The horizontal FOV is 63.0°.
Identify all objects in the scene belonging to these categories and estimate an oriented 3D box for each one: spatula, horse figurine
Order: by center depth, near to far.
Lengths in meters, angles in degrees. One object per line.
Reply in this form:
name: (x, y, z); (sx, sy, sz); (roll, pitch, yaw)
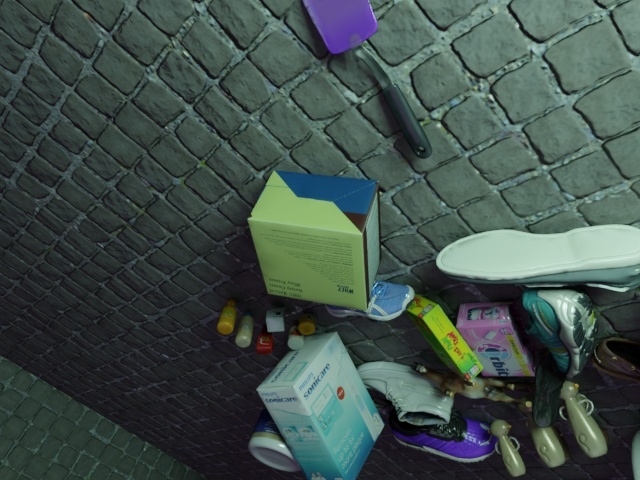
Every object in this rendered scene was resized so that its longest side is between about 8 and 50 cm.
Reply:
spatula: (0.084, -0.232, 0.737); (0.084, 0.030, 0.296); (-18, 125, 35)
horse figurine: (0.352, 0.323, 1.163); (0.264, 0.066, 0.174); (6, 173, -6)

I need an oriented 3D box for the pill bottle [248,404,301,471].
pill bottle: (-0.073, 0.449, 1.374); (0.153, 0.264, 0.153); (13, 138, 12)

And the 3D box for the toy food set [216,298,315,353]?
toy food set: (-0.126, 0.203, 1.284); (0.232, 0.104, 0.111); (-4, 122, 4)

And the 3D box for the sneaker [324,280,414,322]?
sneaker: (0.090, 0.116, 1.077); (0.211, 0.080, 0.081); (-8, 134, 30)

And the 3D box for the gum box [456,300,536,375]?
gum box: (0.357, 0.199, 1.059); (0.107, 0.062, 0.188); (-9, 131, 33)

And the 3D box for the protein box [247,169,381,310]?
protein box: (0.000, 0.000, 0.947); (0.200, 0.136, 0.201); (8, 137, 16)

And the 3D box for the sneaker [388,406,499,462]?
sneaker: (0.313, 0.494, 1.373); (0.294, 0.102, 0.146); (-3, 133, 27)

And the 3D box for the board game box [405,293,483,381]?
board game box: (0.248, 0.197, 1.066); (0.181, 0.043, 0.092); (52, 170, -18)

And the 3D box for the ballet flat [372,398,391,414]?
ballet flat: (0.143, 0.460, 1.469); (0.114, 0.041, 0.041); (3, 136, 21)

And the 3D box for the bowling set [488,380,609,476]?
bowling set: (0.540, 0.416, 1.184); (0.200, 0.154, 0.287); (1, 149, -35)

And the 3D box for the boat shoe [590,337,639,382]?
boat shoe: (0.622, 0.234, 0.970); (0.207, 0.073, 0.073); (11, 140, 13)

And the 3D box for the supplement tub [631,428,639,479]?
supplement tub: (0.827, 0.486, 1.025); (0.331, 0.241, 0.241); (-20, 124, 38)

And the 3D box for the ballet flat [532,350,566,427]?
ballet flat: (0.470, 0.302, 1.080); (0.058, 0.049, 0.173); (14, 97, 25)

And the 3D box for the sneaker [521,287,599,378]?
sneaker: (0.439, 0.161, 0.959); (0.110, 0.107, 0.275); (17, 154, 40)

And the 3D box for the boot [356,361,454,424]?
boot: (0.196, 0.378, 1.281); (0.258, 0.123, 0.095); (-2, 134, 26)

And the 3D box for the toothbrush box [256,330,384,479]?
toothbrush box: (0.009, 0.404, 1.263); (0.126, 0.216, 0.295); (-18, 105, 37)

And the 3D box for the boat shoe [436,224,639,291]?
boat shoe: (0.356, 0.047, 0.857); (0.320, 0.116, 0.099); (-6, 129, 22)
